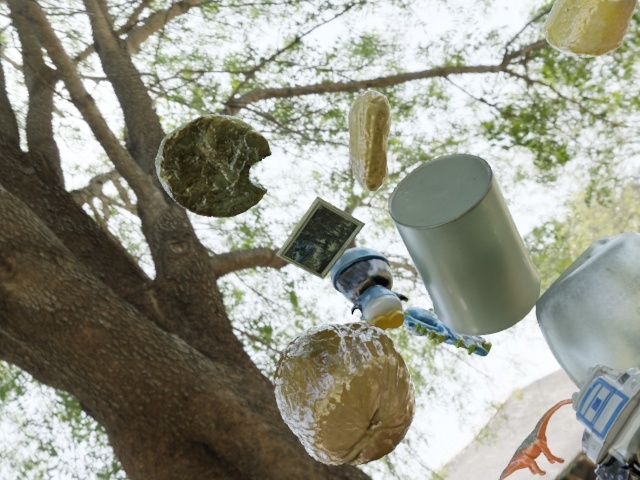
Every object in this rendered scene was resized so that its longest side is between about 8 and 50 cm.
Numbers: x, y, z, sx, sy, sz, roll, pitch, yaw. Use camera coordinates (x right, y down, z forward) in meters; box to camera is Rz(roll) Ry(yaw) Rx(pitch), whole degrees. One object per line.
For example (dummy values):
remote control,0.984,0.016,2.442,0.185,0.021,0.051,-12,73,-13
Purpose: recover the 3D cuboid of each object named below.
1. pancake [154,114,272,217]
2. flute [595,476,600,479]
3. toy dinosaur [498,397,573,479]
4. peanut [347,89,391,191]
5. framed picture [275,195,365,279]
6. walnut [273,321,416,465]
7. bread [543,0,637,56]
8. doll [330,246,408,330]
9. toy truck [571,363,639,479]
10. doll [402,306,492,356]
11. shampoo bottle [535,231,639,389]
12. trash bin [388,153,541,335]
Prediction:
pancake,-0.223,-0.155,1.139,0.253,0.037,0.254,-8,-51,-10
flute,0.502,0.412,0.953,0.233,0.027,0.027,-56,-36,-19
toy dinosaur,0.502,0.470,1.226,0.279,0.101,0.055,-48,-7,12
peanut,0.153,-0.303,1.655,0.147,0.146,0.306,5,-95,-51
framed picture,0.000,0.000,1.271,0.141,0.011,0.183,28,-68,-21
walnut,0.049,0.316,1.151,0.332,0.332,0.333,-29,-47,-36
bread,0.625,-0.518,1.258,0.197,0.197,0.171,-31,-35,-34
doll,0.128,0.123,1.495,0.177,0.314,0.141,-12,-50,-11
toy truck,0.418,0.235,0.681,0.213,0.177,0.161,25,-82,-18
doll,0.403,0.309,1.819,0.346,0.341,0.099,5,-70,-56
shampoo bottle,0.600,0.157,1.042,0.322,0.317,0.322,-37,-14,-11
trash bin,0.358,0.030,1.316,0.280,0.280,0.432,-47,-53,-18
